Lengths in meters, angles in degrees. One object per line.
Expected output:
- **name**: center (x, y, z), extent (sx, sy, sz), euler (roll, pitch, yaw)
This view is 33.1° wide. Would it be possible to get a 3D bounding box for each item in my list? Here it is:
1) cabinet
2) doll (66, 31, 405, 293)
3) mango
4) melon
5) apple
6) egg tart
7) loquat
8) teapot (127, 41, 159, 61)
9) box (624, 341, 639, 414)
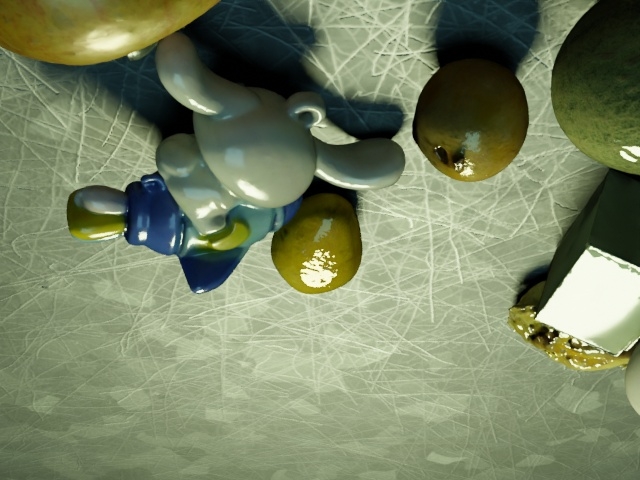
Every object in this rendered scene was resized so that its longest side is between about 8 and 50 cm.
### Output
- **cabinet**: center (0.422, 0.039, 1.532), extent (0.150, 0.145, 0.206), euler (24, 145, 3)
- **doll**: center (-0.132, -0.086, 1.400), extent (0.376, 0.187, 0.365), euler (36, 123, -24)
- **mango**: center (0.000, 0.000, 1.574), extent (0.137, 0.098, 0.195), euler (12, 137, -11)
- **melon**: center (0.408, -0.187, 1.146), extent (0.329, 0.248, 0.248), euler (-10, 145, 31)
- **apple**: center (-0.222, -0.310, 0.964), extent (0.299, 0.299, 0.275), euler (-13, 116, 20)
- **egg tart**: center (0.447, 0.146, 1.754), extent (0.297, 0.132, 0.297), euler (5, 150, 3)
- **loquat**: center (0.184, -0.147, 1.305), extent (0.137, 0.163, 0.163), euler (3, 152, 36)
- **teapot**: center (-0.210, -0.255, 1.240), extent (0.057, 0.066, 0.088), euler (-18, 123, -6)
- **box**: center (0.565, 0.096, 1.456), extent (0.141, 0.289, 0.349), euler (42, 143, 14)
